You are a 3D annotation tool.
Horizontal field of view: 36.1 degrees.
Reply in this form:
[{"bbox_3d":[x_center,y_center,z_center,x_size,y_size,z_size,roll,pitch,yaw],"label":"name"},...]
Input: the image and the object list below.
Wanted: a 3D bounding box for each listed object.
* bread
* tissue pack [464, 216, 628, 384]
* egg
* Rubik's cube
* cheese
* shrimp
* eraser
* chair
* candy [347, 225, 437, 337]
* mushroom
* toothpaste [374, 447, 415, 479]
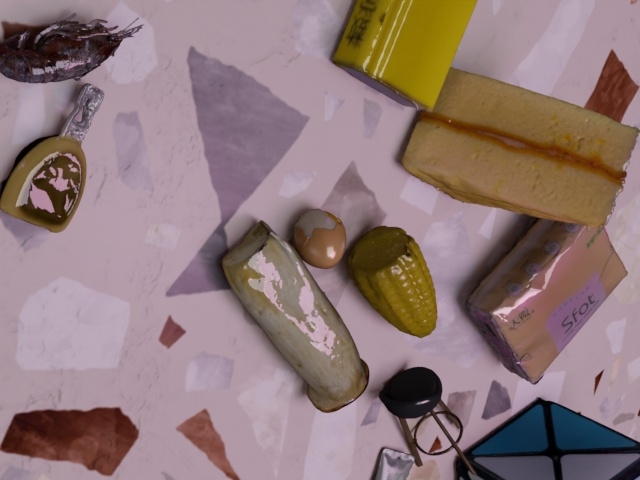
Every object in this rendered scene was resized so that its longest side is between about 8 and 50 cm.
[{"bbox_3d":[0.271,-0.132,1.346,0.163,0.264,0.167,23,84,-44],"label":"bread"},{"bbox_3d":[0.363,0.075,1.588,0.256,0.123,0.215,-46,131,-9],"label":"tissue pack"},{"bbox_3d":[0.000,0.000,1.284,0.071,0.083,0.071,-10,127,-13],"label":"egg"},{"bbox_3d":[0.403,0.459,1.671,0.248,0.246,0.250,-25,120,-32],"label":"Rubik's cube"},{"bbox_3d":[-0.277,-0.092,1.052,0.086,0.036,0.162,27,88,-43],"label":"cheese"},{"bbox_3d":[-0.257,-0.201,1.017,0.165,0.065,0.056,-29,154,-35],"label":"shrimp"},{"bbox_3d":[0.121,-0.296,1.290,0.158,0.069,0.226,21,90,-45],"label":"eraser"},{"bbox_3d":[0.170,0.273,1.523,0.221,0.104,0.095,56,43,-42],"label":"chair"},{"bbox_3d":[0.114,0.073,1.395,0.094,0.106,0.199,-62,139,-30],"label":"candy"},{"bbox_3d":[-0.024,0.113,1.307,0.100,0.081,0.312,-49,128,-24],"label":"mushroom"},{"bbox_3d":[0.088,0.433,1.539,0.064,0.041,0.218,21,89,-26],"label":"toothpaste"}]
